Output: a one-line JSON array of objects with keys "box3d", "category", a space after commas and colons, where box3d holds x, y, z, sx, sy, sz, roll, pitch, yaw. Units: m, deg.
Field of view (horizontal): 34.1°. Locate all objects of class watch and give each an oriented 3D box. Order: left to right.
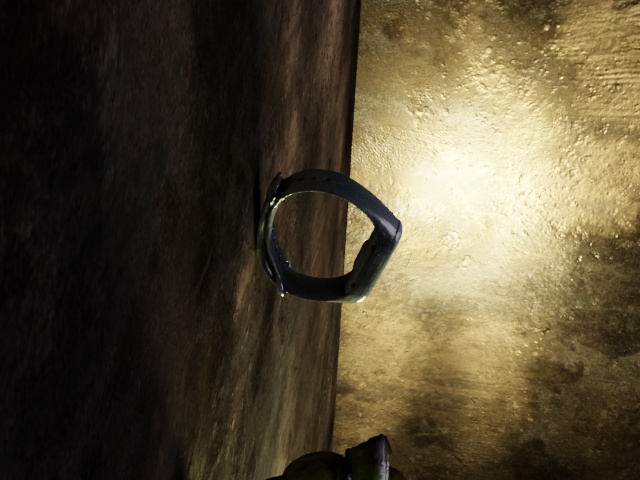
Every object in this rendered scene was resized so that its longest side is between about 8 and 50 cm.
[{"box3d": [0.000, 0.000, 1.439, 0.068, 0.193, 0.206, -77, -168, -51], "category": "watch"}]

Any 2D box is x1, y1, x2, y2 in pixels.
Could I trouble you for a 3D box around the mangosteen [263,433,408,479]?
[{"box3d": [0.011, 0.392, 1.182, 0.359, 0.306, 0.306, -49, -171, 22], "category": "mangosteen"}]
